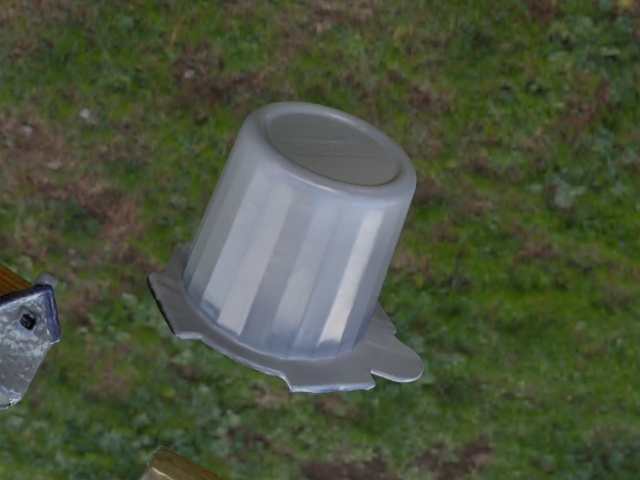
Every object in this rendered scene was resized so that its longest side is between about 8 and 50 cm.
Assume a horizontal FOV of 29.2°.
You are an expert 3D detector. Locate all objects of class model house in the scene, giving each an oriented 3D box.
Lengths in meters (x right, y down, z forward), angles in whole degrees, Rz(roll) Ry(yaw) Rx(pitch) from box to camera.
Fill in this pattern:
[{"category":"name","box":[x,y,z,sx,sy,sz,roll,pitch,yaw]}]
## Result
[{"category":"model house","box":[-0.237,0.057,0.868,0.087,0.100,0.100,40,154,-24]}]

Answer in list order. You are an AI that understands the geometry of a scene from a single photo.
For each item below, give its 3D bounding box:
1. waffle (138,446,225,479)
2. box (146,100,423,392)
[{"category":"waffle","box":[-0.101,0.393,1.084,0.304,0.348,0.077,30,167,-6]},{"category":"box","box":[0.000,0.000,1.229,0.291,0.262,0.206,27,122,12]}]
